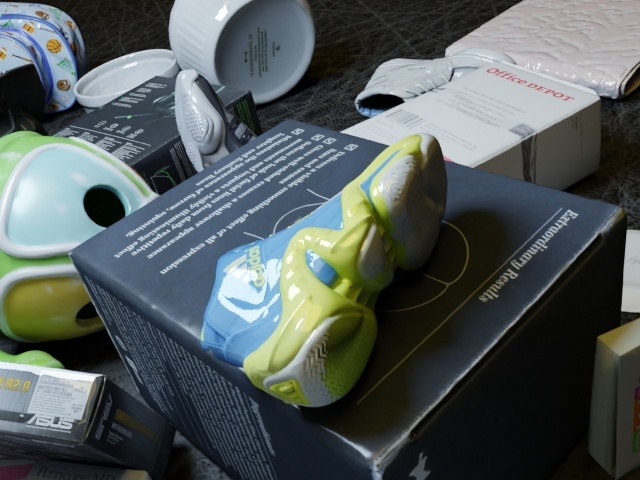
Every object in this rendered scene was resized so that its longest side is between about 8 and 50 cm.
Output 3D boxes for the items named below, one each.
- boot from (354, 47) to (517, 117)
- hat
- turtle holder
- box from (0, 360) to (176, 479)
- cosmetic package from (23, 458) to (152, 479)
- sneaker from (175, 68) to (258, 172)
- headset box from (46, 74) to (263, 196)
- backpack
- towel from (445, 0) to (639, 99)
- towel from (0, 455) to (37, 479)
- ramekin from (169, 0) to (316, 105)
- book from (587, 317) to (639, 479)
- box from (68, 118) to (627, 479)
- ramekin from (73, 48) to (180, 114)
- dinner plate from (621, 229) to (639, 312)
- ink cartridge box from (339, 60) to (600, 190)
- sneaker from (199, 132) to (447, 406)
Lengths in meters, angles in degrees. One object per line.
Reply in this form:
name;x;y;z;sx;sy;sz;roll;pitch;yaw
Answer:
boot;0.184;-0.242;1.131;0.258;0.095;0.123;4;44;38
hat;-0.510;-0.133;1.144;0.134;0.331;0.331;30;42;-5
turtle holder;-0.317;0.017;0.810;0.228;0.243;0.320;8;33;5
box;-0.267;0.156;0.610;0.231;0.183;0.056;5;64;11
cosmetic package;-0.219;0.289;0.527;0.118;0.085;0.231;-1;38;18
sneaker;-0.094;-0.126;0.962;0.153;0.268;0.101;-22;-8;-27
headset box;-0.259;-0.148;1.106;0.246;0.131;0.283;17;45;37
backpack;-0.641;-0.383;1.474;0.264;0.276;0.213;-8;40;-3
towel;0.443;-0.353;1.211;0.317;0.053;0.332;-36;41;-30
towel;-0.348;0.277;0.636;0.144;0.029;0.197;-5;36;12
ramekin;-0.129;-0.375;1.276;0.273;0.272;0.127;-28;49;-18
book;0.263;0.114;0.545;0.096;0.144;0.035;-23;36;-11
box;0.019;0.073;0.631;0.294;0.211;0.396;-36;40;-29
ramekin;-0.358;-0.279;1.340;0.207;0.109;0.207;-12;35;8
dinner plate;0.341;0.026;0.753;0.141;0.017;0.141;-9;37;7
ink cartridge box;0.194;-0.115;0.912;0.283;0.117;0.207;-27;37;-17
sneaker;0.000;0.000;0.477;0.126;0.091;0.240;7;41;29
